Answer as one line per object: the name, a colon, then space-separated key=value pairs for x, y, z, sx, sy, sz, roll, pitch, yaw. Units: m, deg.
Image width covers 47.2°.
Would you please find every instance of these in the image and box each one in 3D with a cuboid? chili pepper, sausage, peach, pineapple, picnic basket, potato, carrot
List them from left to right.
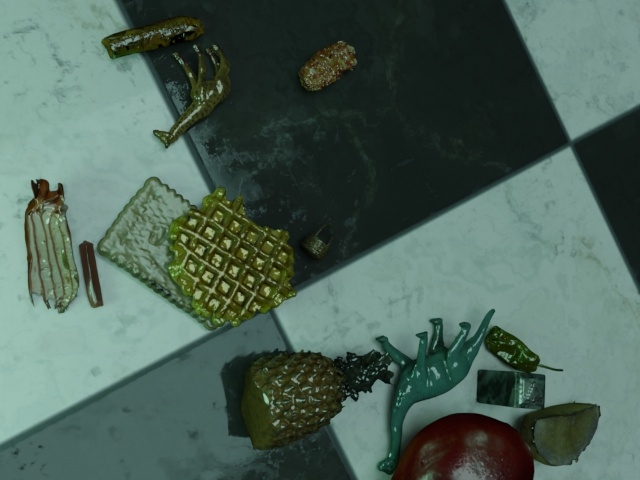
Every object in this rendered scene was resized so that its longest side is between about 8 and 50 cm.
sausage: x=-0.490 y=0.072 z=1.563 sx=0.030 sy=0.035 sz=0.147 roll=-10 pitch=84 yaw=-18
carrot: x=-0.378 y=-0.462 z=1.661 sx=0.228 sy=0.069 sz=0.069 roll=-21 pitch=90 yaw=-20
picnic basket: x=0.000 y=0.000 z=1.735 sx=0.072 sy=0.072 sz=0.083 roll=42 pitch=80 yaw=-11
pineapple: x=0.002 y=0.330 z=1.626 sx=0.361 sy=0.202 sz=0.202 roll=-9 pitch=86 yaw=-24
peach: x=0.318 y=0.511 z=1.702 sx=0.361 sy=0.258 sz=0.201 roll=0 pitch=64 yaw=-12
chili pepper: x=0.512 y=0.298 z=1.885 sx=0.204 sy=0.073 sz=0.072 roll=35 pitch=90 yaw=-1
potato: x=0.606 y=0.499 z=1.878 sx=0.243 sy=0.098 sz=0.138 roll=-4 pitch=88 yaw=-27

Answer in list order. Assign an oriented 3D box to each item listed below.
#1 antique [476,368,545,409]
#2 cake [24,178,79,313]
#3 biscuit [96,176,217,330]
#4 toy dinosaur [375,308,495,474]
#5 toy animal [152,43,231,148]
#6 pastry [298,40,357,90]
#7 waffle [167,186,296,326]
antique: x=0.470 y=0.365 z=1.799 sx=0.088 sy=0.183 sz=0.086 roll=8 pitch=80 yaw=-20
cake: x=-0.562 y=0.010 z=1.525 sx=0.098 sy=0.135 sz=0.288 roll=-5 pitch=104 yaw=-26
biscuit: x=-0.307 y=0.031 z=1.628 sx=0.324 sy=0.044 sz=0.217 roll=37 pitch=70 yaw=-15
toy dinosaur: x=0.290 y=0.367 z=1.788 sx=0.383 sy=0.129 sz=0.331 roll=-11 pitch=96 yaw=-19
toy animal: x=-0.288 y=-0.332 z=1.684 sx=0.149 sy=0.054 sz=0.276 roll=14 pitch=79 yaw=-15
pastry: x=0.012 y=-0.428 z=1.805 sx=0.169 sy=0.063 sz=0.087 roll=-37 pitch=105 yaw=-26
waffle: x=-0.189 y=0.039 z=1.623 sx=0.281 sy=0.058 sz=0.301 roll=-37 pitch=97 yaw=-23
